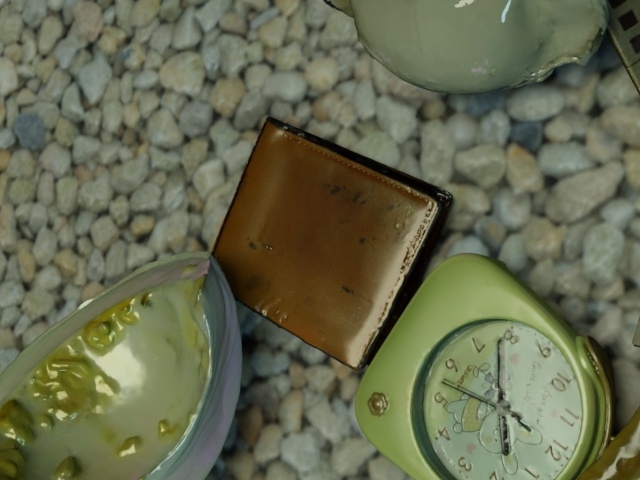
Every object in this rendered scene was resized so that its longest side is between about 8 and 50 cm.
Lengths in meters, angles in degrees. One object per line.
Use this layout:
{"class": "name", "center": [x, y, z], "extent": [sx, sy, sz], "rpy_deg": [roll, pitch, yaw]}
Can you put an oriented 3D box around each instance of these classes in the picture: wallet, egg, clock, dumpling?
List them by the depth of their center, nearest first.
{"class": "clock", "center": [0.147, 0.131, 0.963], "extent": [0.232, 0.069, 0.170], "rpy_deg": [39, 103, 27]}
{"class": "dumpling", "center": [0.098, -0.200, 0.979], "extent": [0.247, 0.172, 0.142], "rpy_deg": [9, 63, 34]}
{"class": "wallet", "center": [0.001, 0.001, 1.084], "extent": [0.195, 0.042, 0.161], "rpy_deg": [25, 92, 33]}
{"class": "egg", "center": [-0.164, 0.151, 1.094], "extent": [0.271, 0.162, 0.206], "rpy_deg": [-44, 22, -17]}

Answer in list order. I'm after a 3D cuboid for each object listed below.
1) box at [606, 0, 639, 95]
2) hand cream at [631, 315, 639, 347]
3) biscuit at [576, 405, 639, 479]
{"class": "box", "center": [0.282, -0.204, 0.939], "extent": [0.180, 0.047, 0.325], "rpy_deg": [-31, 70, 23]}
{"class": "hand cream", "center": [0.309, 0.052, 0.891], "extent": [0.186, 0.054, 0.087], "rpy_deg": [14, 86, 38]}
{"class": "biscuit", "center": [0.273, 0.179, 0.868], "extent": [0.183, 0.039, 0.174], "rpy_deg": [38, 92, 15]}
